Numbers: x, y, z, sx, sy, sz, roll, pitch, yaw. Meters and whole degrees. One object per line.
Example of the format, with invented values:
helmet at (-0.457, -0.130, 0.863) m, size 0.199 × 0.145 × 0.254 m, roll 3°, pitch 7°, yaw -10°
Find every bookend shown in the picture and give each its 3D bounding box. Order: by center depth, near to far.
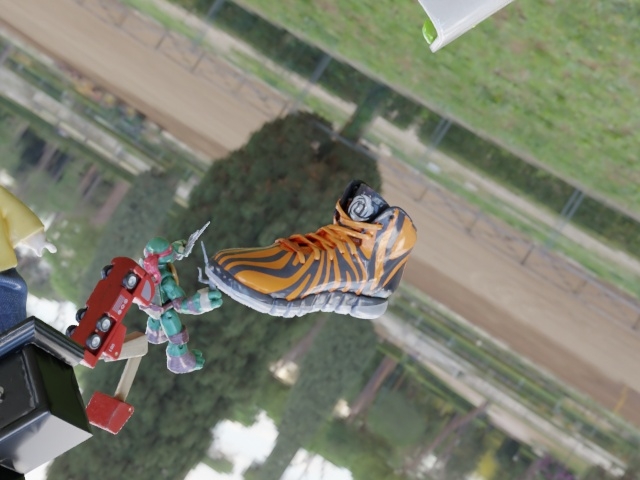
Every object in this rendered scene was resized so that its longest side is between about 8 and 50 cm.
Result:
bookend at (-0.241, 0.167, 0.828) m, size 0.072 × 0.156 × 0.157 m, roll 49°, pitch -166°, yaw -56°

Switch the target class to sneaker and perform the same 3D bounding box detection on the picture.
sneaker at (0.000, 0.000, 1.473) m, size 0.321 × 0.180 × 0.124 m, roll 4°, pitch -151°, yaw -47°

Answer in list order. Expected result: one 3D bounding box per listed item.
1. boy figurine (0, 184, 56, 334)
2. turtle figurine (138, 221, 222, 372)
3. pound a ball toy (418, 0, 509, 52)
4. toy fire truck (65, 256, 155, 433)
boy figurine at (-0.365, 0.000, 1.175) m, size 0.177 × 0.285 × 0.092 m, roll -9°, pitch 179°, yaw -38°
turtle figurine at (-0.206, 0.065, 1.553) m, size 0.118 × 0.234 × 0.175 m, roll -5°, pitch -142°, yaw -15°
pound a ball toy at (0.183, -0.386, 1.378) m, size 0.208 × 0.319 × 0.136 m, roll 58°, pitch 176°, yaw 0°
toy fire truck at (-0.255, 0.130, 1.393) m, size 0.047 × 0.192 × 0.135 m, roll 15°, pitch 158°, yaw 34°
